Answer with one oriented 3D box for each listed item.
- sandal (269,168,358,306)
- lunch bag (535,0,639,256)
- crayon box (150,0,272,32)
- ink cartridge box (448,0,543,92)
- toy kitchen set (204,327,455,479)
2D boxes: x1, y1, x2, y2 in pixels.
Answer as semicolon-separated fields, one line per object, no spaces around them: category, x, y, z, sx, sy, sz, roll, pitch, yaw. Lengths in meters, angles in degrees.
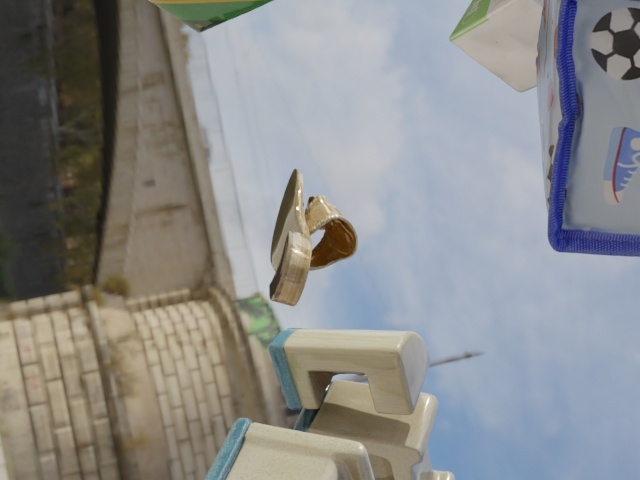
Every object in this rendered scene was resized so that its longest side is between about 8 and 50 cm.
sandal;-0.002;0.006;1.047;0.240;0.079;0.088;-91;-161;-67
lunch bag;0.366;-0.131;0.817;0.328;0.385;0.239;-75;164;-59
crayon box;-0.054;-0.271;0.766;0.318;0.202;0.081;-13;-120;42
ink cartridge box;0.310;-0.358;1.201;0.353;0.119;0.207;-59;-168;-12
toy kitchen set;-0.012;0.159;0.517;0.166;0.122;0.207;-62;145;-50
